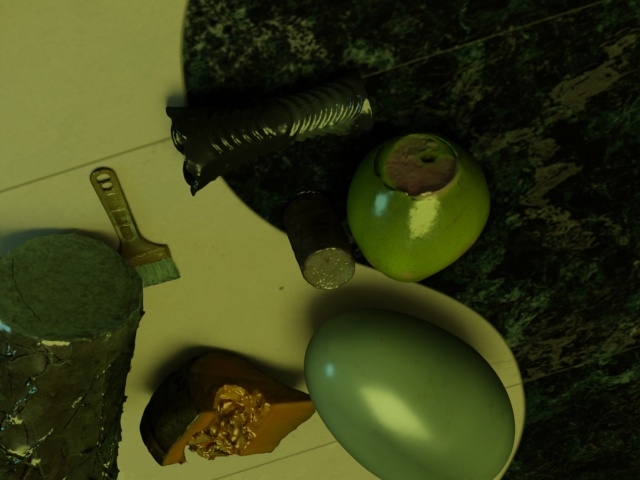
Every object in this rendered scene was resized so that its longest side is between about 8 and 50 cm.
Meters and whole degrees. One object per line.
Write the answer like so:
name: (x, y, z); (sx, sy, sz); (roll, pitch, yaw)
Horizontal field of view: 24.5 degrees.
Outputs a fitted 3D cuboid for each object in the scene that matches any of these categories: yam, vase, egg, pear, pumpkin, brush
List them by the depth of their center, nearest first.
vase: (-0.059, -0.142, 1.792); (0.237, 0.115, 0.115); (-17, 134, -7)
pear: (0.124, -0.038, 1.889); (0.187, 0.187, 0.219); (-15, 147, -2)
brush: (-0.250, -0.013, 1.910); (0.083, 0.010, 0.218); (-17, 134, 0)
yam: (-0.351, 0.180, 1.914); (0.241, 0.241, 0.348); (3, 127, -18)
yam: (-0.002, 0.002, 1.916); (0.084, 0.127, 0.084); (-6, 129, -8)
egg: (0.125, 0.226, 2.085); (0.230, 0.230, 0.371); (-40, 123, 20)
pumpkin: (-0.140, 0.234, 2.103); (0.248, 0.126, 0.131); (6, 124, -45)
